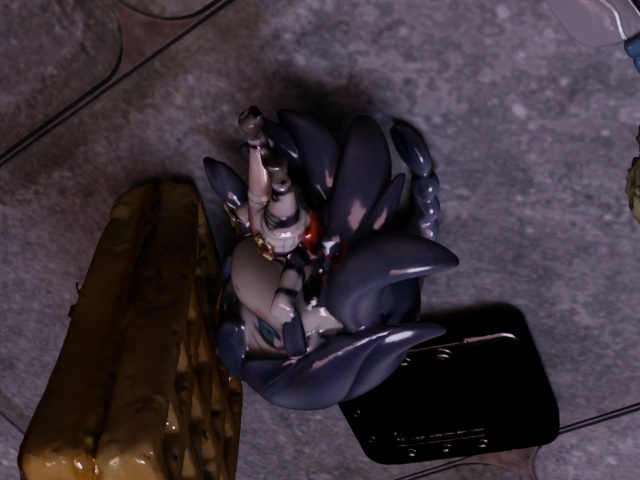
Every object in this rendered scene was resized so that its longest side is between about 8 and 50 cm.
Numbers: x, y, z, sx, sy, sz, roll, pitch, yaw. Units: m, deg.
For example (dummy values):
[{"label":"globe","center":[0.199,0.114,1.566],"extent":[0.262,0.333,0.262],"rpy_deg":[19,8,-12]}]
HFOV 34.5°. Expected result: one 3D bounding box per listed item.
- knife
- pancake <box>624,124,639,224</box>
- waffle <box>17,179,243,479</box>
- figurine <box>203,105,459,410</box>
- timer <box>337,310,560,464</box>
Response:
[{"label":"knife","center":[0.195,-0.148,0.691],"extent":[0.244,0.032,0.058],"rpy_deg":[43,136,-12]},{"label":"pancake","center":[0.311,-0.049,0.367],"extent":[0.427,0.067,0.305],"rpy_deg":[13,141,31]},{"label":"waffle","center":[-0.128,0.121,0.815],"extent":[0.098,0.327,0.224],"rpy_deg":[-4,125,6]},{"label":"figurine","center":[0.002,0.015,0.787],"extent":[0.197,0.175,0.265],"rpy_deg":[12,141,-14]},{"label":"timer","center":[0.109,0.133,0.929],"extent":[0.187,0.055,0.144],"rpy_deg":[-12,125,22]}]
